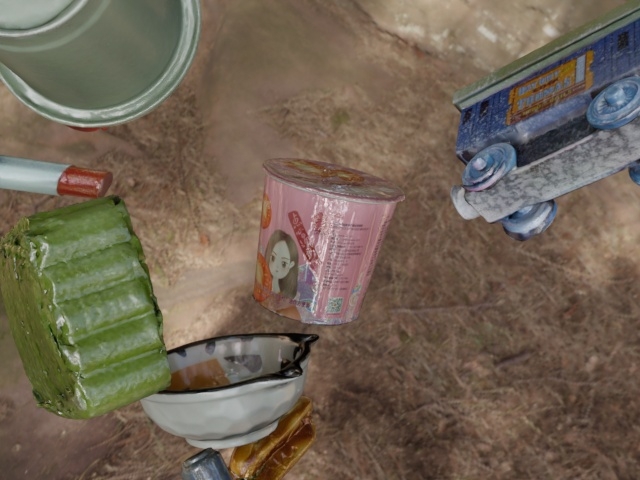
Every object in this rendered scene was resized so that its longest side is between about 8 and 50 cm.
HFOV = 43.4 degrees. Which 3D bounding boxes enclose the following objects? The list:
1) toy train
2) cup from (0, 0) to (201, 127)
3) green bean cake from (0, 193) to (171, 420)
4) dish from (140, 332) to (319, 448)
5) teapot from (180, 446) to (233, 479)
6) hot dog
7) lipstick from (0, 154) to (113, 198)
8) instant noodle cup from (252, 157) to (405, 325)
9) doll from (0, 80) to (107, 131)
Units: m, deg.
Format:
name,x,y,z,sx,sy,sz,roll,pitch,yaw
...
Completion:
name,x,y,z,sx,sy,sz,roll,pitch,yaw
toy train,0.282,-0.129,0.907,0.131,0.300,0.202,41,45,-29
cup,-0.127,-0.122,0.393,0.120,0.141,0.120,0,89,3
green bean cake,-0.240,0.070,0.801,0.113,0.214,0.200,-15,87,-32
dish,-0.139,0.234,1.228,0.303,0.303,0.120,-15,102,-38
teapot,-0.126,0.277,0.888,0.063,0.049,0.083,-26,84,-12
hot dog,-0.078,0.329,1.305,0.249,0.068,0.100,-28,113,-62
lipstick,-0.388,-0.083,0.953,0.274,0.061,0.068,7,35,-12
instant noodle cup,0.000,0.000,1.361,0.243,0.231,0.243,11,17,-3
doll,-0.485,-0.266,1.506,0.217,0.183,0.085,24,83,24
